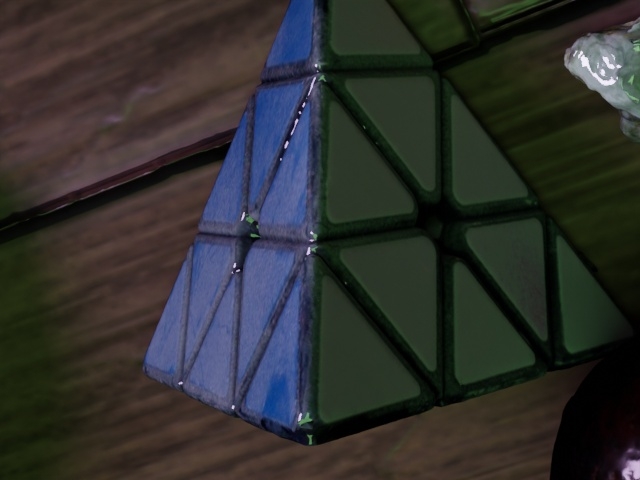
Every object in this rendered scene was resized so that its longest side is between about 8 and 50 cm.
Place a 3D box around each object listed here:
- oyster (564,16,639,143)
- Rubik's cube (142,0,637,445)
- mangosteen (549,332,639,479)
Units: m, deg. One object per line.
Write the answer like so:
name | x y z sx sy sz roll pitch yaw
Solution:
oyster | 0.188 -0.058 0.588 0.177 0.064 0.125 -20 106 15
Rubik's cube | 0.000 0.000 0.581 0.211 0.178 0.191 -9 110 11
mangosteen | 0.162 0.100 0.613 0.152 0.152 0.153 3 115 7
